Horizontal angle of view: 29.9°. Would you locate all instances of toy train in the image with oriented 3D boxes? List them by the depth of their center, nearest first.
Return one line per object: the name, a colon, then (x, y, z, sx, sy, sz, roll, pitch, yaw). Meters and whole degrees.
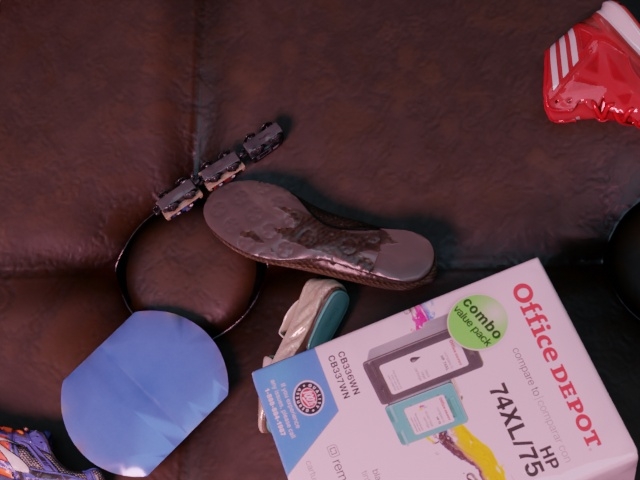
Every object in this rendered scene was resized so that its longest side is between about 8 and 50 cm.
toy train: (-0.106, -0.071, 1.248, 0.158, 0.036, 0.027, -34, 70, -4)

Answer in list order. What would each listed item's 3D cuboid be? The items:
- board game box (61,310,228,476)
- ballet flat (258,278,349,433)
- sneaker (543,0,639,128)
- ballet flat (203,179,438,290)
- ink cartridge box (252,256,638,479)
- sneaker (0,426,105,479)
board game box: (-0.175, 0.154, 1.200, 0.133, 0.033, 0.169, 41, 77, 19)
ballet flat: (-0.026, 0.114, 1.190, 0.052, 0.057, 0.168, 18, 73, 39)
sneaker: (0.305, -0.126, 1.204, 0.128, 0.087, 0.221, -34, 62, 6)
ballet flat: (0.000, 0.000, 1.213, 0.250, 0.058, 0.084, 14, 74, 14)
ink cartridge box: (0.112, 0.180, 1.060, 0.270, 0.197, 0.198, -23, 62, 0)
sneaker: (-0.306, 0.217, 1.182, 0.221, 0.083, 0.087, 33, 68, 8)
